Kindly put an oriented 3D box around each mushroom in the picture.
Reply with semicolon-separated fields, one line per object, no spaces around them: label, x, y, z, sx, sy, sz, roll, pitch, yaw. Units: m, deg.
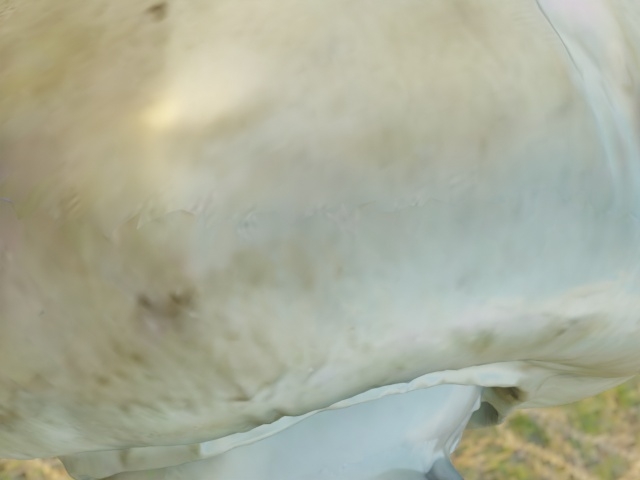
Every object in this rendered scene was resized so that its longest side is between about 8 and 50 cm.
mushroom;0.000;0.000;0.487;0.255;0.255;0.184;18;58;-54
